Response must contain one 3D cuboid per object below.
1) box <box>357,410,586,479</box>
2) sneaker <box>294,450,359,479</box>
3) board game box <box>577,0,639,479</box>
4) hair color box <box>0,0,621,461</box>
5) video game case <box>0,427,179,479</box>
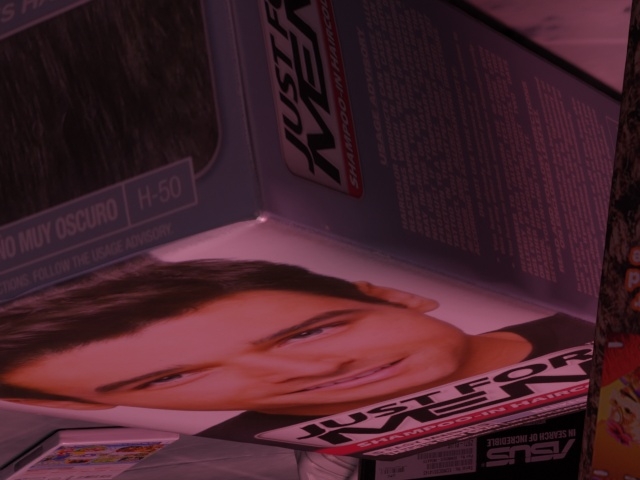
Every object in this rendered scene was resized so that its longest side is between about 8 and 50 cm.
[{"bbox_3d":[0.129,0.127,0.934,0.180,0.077,0.147,-9,146,21],"label":"box"},{"bbox_3d":[0.049,0.165,1.240,0.090,0.115,0.232,-1,162,-24],"label":"sneaker"},{"bbox_3d":[0.206,0.028,0.476,0.232,0.291,0.141,5,177,43],"label":"board game box"},{"bbox_3d":[0.000,0.000,0.682,0.185,0.113,0.374,-19,160,29],"label":"hair color box"},{"bbox_3d":[-0.161,0.149,1.257,0.087,0.011,0.122,1,160,-29],"label":"video game case"}]
